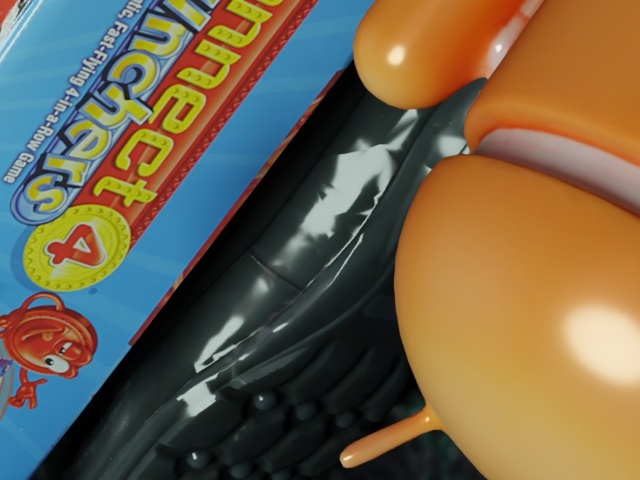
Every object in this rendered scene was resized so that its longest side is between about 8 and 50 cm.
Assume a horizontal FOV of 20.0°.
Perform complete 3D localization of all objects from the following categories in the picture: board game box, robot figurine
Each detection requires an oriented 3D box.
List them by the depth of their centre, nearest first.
[{"bbox_3d":[0.099,-0.020,0.388,0.219,0.158,0.128,-55,26,-9],"label":"robot figurine"},{"bbox_3d":[-0.126,-0.089,0.528,0.302,0.086,0.308,-51,44,19],"label":"board game box"}]

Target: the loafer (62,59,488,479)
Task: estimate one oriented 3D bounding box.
[{"bbox_3d":[0.000,0.000,0.508,0.223,0.076,0.078,-49,49,21],"label":"loafer"}]
